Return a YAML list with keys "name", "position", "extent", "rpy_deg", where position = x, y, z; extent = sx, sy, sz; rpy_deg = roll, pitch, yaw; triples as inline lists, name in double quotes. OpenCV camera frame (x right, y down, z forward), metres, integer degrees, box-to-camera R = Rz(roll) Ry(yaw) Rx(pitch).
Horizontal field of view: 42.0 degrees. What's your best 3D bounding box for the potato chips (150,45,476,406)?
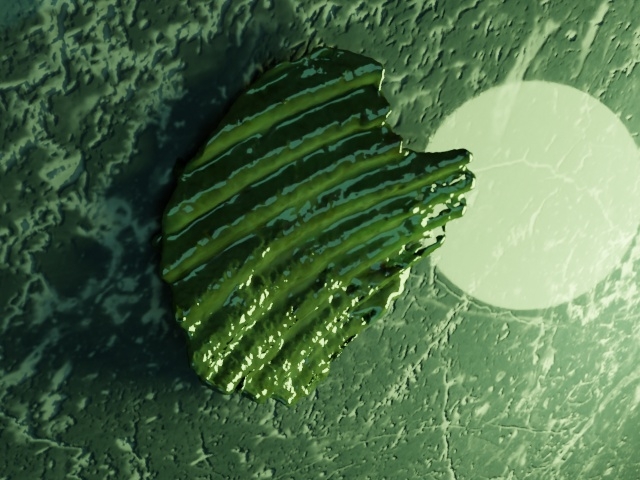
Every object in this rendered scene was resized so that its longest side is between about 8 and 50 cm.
- name: "potato chips"
  position: [-0.005, 0.007, 0.952]
  extent: [0.389, 0.097, 0.373]
  rpy_deg: [-52, 129, 0]
